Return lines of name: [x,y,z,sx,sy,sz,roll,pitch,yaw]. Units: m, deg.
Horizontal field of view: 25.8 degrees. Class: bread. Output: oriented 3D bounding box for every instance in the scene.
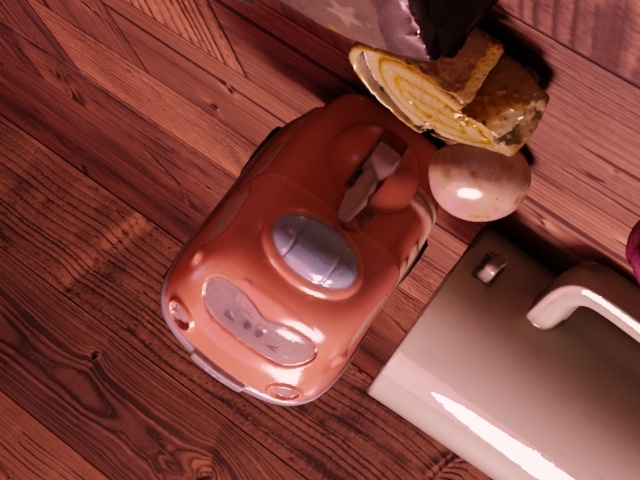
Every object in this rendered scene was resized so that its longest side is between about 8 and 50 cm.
bread: [0.095,-0.115,0.992,0.156,0.064,0.117,27,169,43]

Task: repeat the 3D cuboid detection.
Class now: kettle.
kettle: [0.242,0.134,1.335,0.318,0.265,0.205,37,-158,6]

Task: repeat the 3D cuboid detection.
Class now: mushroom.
mushroom: [0.129,-0.054,1.137,0.083,0.067,0.083,-1,154,0]

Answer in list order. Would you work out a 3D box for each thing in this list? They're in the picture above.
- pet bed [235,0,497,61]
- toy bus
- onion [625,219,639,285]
pet bed: [0.012,-0.198,0.562,0.159,0.183,0.211,31,168,23]
toy bus: [0.000,0.000,1.268,0.194,0.287,0.232,38,155,-5]
onion: [0.256,0.004,0.902,0.115,0.115,0.104,55,-156,-59]
